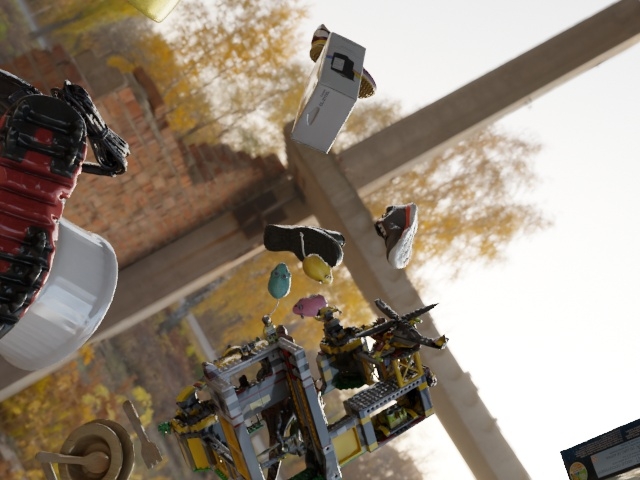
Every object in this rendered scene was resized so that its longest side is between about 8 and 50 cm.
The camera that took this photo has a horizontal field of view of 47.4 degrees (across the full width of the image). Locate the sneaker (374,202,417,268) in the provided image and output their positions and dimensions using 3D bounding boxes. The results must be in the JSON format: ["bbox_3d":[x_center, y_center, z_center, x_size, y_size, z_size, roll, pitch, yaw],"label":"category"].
[{"bbox_3d":[0.115,-0.008,1.168,0.158,0.065,0.061,-63,154,-56],"label":"sneaker"}]

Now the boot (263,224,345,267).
[{"bbox_3d":[0.000,0.000,1.657,0.246,0.161,0.083,17,-74,46],"label":"boot"}]

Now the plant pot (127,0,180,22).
[{"bbox_3d":[-0.333,-0.600,1.422,0.254,0.239,0.254,44,10,-10],"label":"plant pot"}]

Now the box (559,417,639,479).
[{"bbox_3d":[0.390,0.215,0.760,0.159,0.233,0.044,-45,-134,43],"label":"box"}]

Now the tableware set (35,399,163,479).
[{"bbox_3d":[-0.214,0.271,0.745,0.194,0.128,0.039,54,2,24],"label":"tableware set"}]

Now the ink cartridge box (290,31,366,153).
[{"bbox_3d":[0.014,-0.254,1.256,0.175,0.072,0.127,-79,-164,-46],"label":"ink cartridge box"}]

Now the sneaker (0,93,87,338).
[{"bbox_3d":[-0.321,-0.010,0.750,0.098,0.276,0.135,22,-25,-22],"label":"sneaker"}]

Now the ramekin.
[{"bbox_3d":[-0.511,0.076,1.288,0.277,0.277,0.135,53,3,41],"label":"ramekin"}]

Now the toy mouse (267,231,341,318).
[{"bbox_3d":[-0.039,0.091,1.256,0.161,0.143,0.031,51,11,-13],"label":"toy mouse"}]

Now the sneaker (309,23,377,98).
[{"bbox_3d":[0.055,-0.369,1.497,0.185,0.070,0.083,35,52,-38],"label":"sneaker"}]

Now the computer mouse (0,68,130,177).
[{"bbox_3d":[-0.358,-0.154,0.902,0.184,0.262,0.060,66,36,-60],"label":"computer mouse"}]

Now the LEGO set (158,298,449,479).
[{"bbox_3d":[-0.031,0.147,0.849,0.255,0.331,0.192,25,-47,64],"label":"LEGO set"}]
